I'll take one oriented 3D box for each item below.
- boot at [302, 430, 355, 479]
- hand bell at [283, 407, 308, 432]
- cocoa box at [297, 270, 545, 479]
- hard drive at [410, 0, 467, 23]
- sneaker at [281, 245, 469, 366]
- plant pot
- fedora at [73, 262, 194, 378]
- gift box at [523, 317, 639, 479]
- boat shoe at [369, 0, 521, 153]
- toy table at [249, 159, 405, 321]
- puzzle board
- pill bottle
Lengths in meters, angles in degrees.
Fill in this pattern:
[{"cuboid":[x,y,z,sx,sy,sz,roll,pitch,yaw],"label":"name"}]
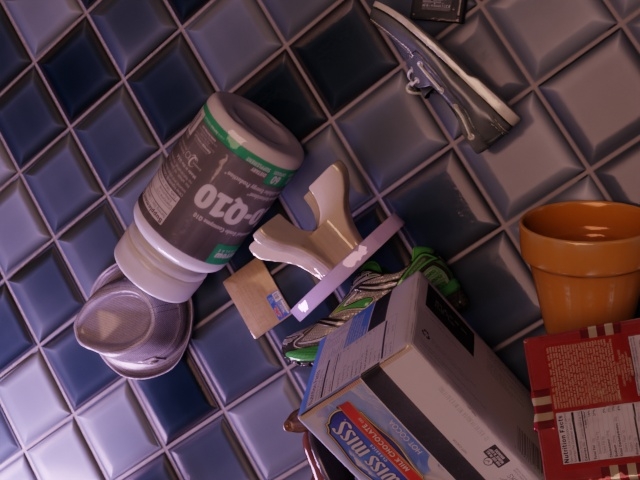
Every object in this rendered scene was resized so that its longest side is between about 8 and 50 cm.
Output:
[{"cuboid":[-0.054,0.483,1.868,0.280,0.096,0.264,-20,103,30],"label":"boot"},{"cuboid":[0.003,0.290,1.742,0.126,0.242,0.126,1,93,27],"label":"hand bell"},{"cuboid":[0.171,0.275,1.597,0.228,0.231,0.347,-37,105,24],"label":"cocoa box"},{"cuboid":[0.206,-0.439,1.720,0.094,0.022,0.135,11,98,26],"label":"hard drive"},{"cuboid":[0.082,0.123,1.771,0.343,0.134,0.146,-27,74,16],"label":"sneaker"},{"cuboid":[0.411,0.057,1.564,0.205,0.205,0.188,5,111,26],"label":"plant pot"},{"cuboid":[-0.384,0.157,1.992,0.275,0.124,0.243,-10,88,26],"label":"fedora"},{"cuboid":[0.453,0.268,1.465,0.276,0.258,0.255,-7,65,17],"label":"gift box"},{"cuboid":[0.185,-0.273,1.690,0.319,0.116,0.099,44,107,12],"label":"boat shoe"},{"cuboid":[0.000,0.000,1.740,0.161,0.252,0.274,48,114,2],"label":"toy table"},{"cuboid":[-0.118,0.107,1.921,0.096,0.011,0.128,-36,78,22],"label":"puzzle board"},{"cuboid":[-0.209,-0.073,1.848,0.204,0.204,0.361,45,111,17],"label":"pill bottle"}]
